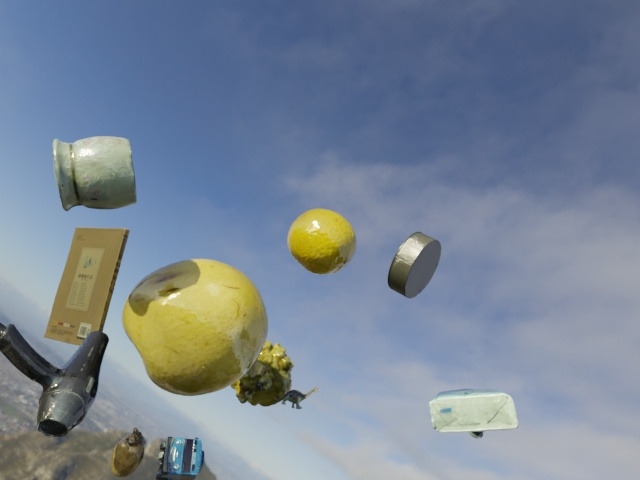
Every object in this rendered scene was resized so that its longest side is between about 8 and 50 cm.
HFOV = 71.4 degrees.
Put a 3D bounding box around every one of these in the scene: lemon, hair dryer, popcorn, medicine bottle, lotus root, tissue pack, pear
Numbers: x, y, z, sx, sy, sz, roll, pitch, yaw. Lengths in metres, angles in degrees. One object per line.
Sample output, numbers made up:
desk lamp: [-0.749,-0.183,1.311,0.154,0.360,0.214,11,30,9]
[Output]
lemon: [0.000,0.000,1.201,0.203,0.178,0.178,37,-24,27]
hair dryer: [-0.502,0.194,0.810,0.091,0.235,0.271,-24,-60,8]
popcorn: [-0.189,0.436,1.444,0.169,0.189,0.217,4,-82,60]
medicine bottle: [-0.453,-0.133,0.895,0.147,0.143,0.147,171,-90,-66]
lotus root: [-0.420,0.466,0.972,0.063,0.151,0.072,21,21,-15]
tissue pack: [0.361,0.399,1.060,0.177,0.089,0.263,-10,-20,16]
pear: [-0.306,0.210,1.110,0.348,0.348,0.348,28,-28,16]

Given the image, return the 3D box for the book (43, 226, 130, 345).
book: [-0.616,0.114,1.173,0.217,0.310,0.021,2,-15,30]

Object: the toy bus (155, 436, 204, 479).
toy bus: [-0.349,0.555,1.099,0.106,0.090,0.184,11,-43,-16]

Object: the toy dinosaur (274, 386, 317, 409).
toy dinosaur: [-0.078,0.450,1.254,0.180,0.058,0.037,-16,-52,31]

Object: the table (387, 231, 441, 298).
table: [0.193,0.051,0.910,0.043,0.133,0.133,29,-26,33]

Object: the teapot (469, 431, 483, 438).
teapot: [0.480,0.561,1.373,0.064,0.049,0.083,26,-60,37]
